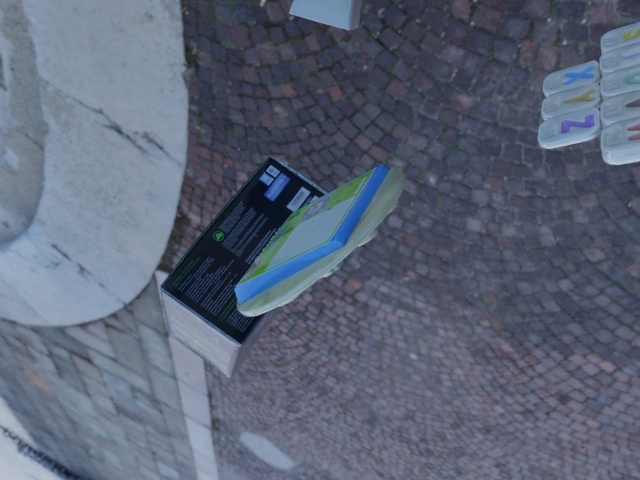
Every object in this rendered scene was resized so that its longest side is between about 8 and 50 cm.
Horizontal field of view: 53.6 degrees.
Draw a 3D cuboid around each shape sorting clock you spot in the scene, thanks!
[{"bbox_3d":[0.000,0.000,0.612,0.206,0.206,0.040,-19,114,48],"label":"shape sorting clock"}]

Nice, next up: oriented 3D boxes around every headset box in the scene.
[{"bbox_3d":[-0.107,0.055,0.953,0.131,0.246,0.283,35,157,4],"label":"headset box"}]

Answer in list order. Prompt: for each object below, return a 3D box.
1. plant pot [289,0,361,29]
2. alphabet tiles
[{"bbox_3d":[0.020,-0.427,1.089,0.109,0.109,0.096,18,114,5],"label":"plant pot"},{"bbox_3d":[0.387,-0.185,0.707,0.277,0.284,0.021,-9,127,31],"label":"alphabet tiles"}]
